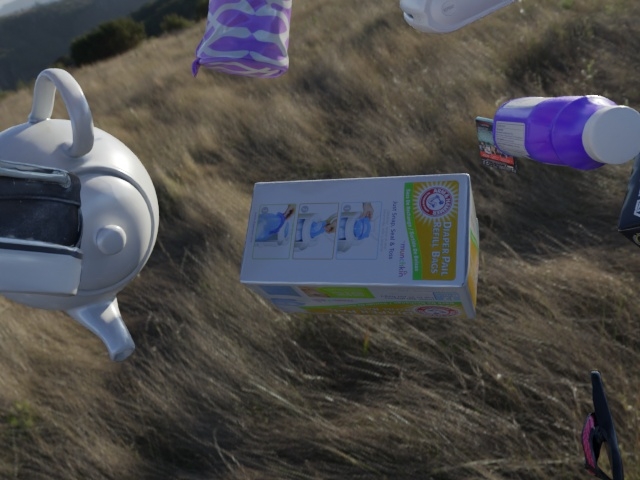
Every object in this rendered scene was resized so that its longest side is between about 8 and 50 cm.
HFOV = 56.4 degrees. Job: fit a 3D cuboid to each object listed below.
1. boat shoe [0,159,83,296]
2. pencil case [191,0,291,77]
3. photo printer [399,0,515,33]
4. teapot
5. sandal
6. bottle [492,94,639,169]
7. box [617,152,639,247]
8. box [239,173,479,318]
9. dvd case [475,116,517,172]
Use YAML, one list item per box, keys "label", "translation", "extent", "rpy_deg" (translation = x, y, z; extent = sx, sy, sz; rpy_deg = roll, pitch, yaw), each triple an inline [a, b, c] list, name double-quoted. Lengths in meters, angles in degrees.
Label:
- label: "boat shoe"
  translation: [-0.252, -0.029, 0.295]
  extent: [0.108, 0.102, 0.301]
  rpy_deg: [-2, -8, 35]
- label: "pencil case"
  translation: [-0.066, -0.248, 0.528]
  extent: [0.088, 0.206, 0.086]
  rpy_deg: [2, 4, -11]
- label: "photo printer"
  translation: [0.304, -0.511, 1.164]
  extent: [0.307, 0.107, 0.256]
  rpy_deg: [-23, 27, 11]
- label: "teapot"
  translation: [-0.292, -0.027, 0.714]
  extent: [0.187, 0.256, 0.252]
  rpy_deg: [16, 72, 44]
- label: "sandal"
  translation: [0.329, 0.237, 0.711]
  extent: [0.040, 0.067, 0.179]
  rpy_deg: [-8, 39, 18]
- label: "bottle"
  translation: [0.330, -0.149, 0.812]
  extent: [0.118, 0.092, 0.283]
  rpy_deg: [-2, 13, -4]
- label: "box"
  translation: [0.730, -0.112, 1.110]
  extent: [0.097, 0.318, 0.395]
  rpy_deg: [-24, 39, 63]
- label: "box"
  translation: [0.044, 0.009, 0.568]
  extent: [0.203, 0.114, 0.103]
  rpy_deg: [-1, 69, 20]
- label: "dvd case"
  translation: [0.379, -0.206, 1.285]
  extent: [0.013, 0.119, 0.087]
  rpy_deg: [-41, 41, -22]
